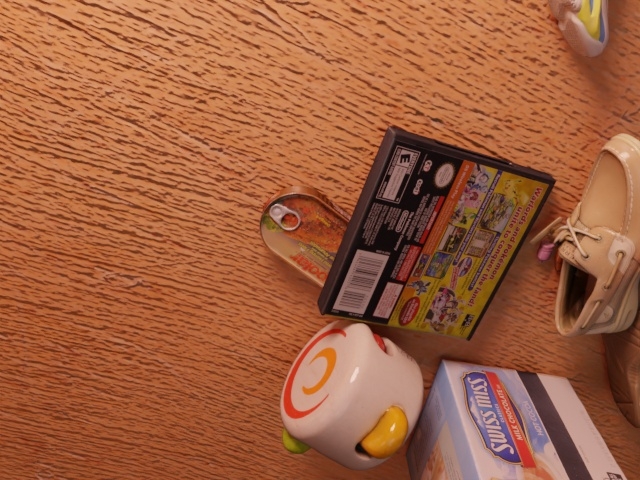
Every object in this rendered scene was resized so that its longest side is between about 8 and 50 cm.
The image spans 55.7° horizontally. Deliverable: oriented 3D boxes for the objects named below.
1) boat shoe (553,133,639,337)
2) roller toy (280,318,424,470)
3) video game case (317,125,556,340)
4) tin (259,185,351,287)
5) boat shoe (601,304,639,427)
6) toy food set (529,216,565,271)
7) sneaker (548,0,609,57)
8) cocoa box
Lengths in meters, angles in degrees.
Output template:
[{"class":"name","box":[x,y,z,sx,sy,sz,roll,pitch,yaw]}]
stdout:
[{"class":"boat shoe","box":[0.369,0.008,0.804,0.098,0.109,0.303,-12,124,-7]},{"class":"roller toy","box":[0.050,0.224,0.882,0.146,0.191,0.209,36,140,-20]},{"class":"video game case","box":[0.155,0.005,0.833,0.248,0.035,0.275,12,115,-19]},{"class":"tin","box":[0.000,0.000,0.851,0.189,0.040,0.106,37,107,-20]},{"class":"boat shoe","box":[0.495,0.159,0.920,0.092,0.103,0.286,-19,115,-5]},{"class":"toy food set","box":[0.356,0.013,0.879,0.122,0.019,0.078,37,112,-26]},{"class":"sneaker","box":[0.305,-0.328,0.654,0.126,0.091,0.240,-23,116,10]},{"class":"cocoa box","box":[0.280,0.379,0.885,0.227,0.347,0.232,10,117,-7]}]
